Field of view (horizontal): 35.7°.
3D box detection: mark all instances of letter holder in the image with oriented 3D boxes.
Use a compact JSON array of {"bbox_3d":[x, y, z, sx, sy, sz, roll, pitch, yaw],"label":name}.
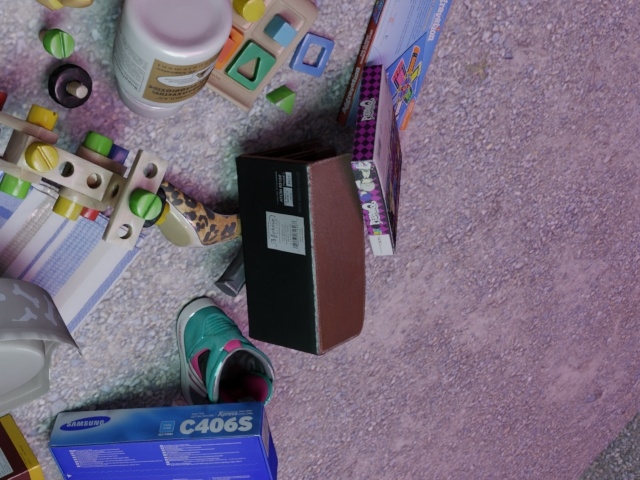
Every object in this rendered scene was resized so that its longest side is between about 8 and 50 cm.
[{"bbox_3d":[0.000,0.000,1.597,0.214,0.152,0.301,-19,112,-48],"label":"letter holder"}]

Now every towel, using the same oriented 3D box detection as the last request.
[{"bbox_3d":[-0.411,0.019,1.441,0.209,0.034,0.285,-51,136,6],"label":"towel"}]

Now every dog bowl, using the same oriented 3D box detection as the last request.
[{"bbox_3d":[-0.497,0.157,1.310,0.349,0.102,0.348,-19,162,-7],"label":"dog bowl"}]

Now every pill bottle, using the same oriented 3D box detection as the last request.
[{"bbox_3d":[-0.200,-0.245,1.279,0.131,0.131,0.229,-26,174,-23],"label":"pill bottle"}]

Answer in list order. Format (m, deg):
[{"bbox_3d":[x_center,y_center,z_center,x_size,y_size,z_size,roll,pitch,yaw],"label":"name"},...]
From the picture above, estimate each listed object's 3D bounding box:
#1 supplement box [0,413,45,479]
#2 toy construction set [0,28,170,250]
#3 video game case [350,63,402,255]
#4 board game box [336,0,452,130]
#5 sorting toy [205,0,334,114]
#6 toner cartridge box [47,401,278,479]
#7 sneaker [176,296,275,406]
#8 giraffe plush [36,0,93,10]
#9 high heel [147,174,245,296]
[{"bbox_3d":[-0.536,0.415,1.555,0.194,0.129,0.191,-23,133,-26],"label":"supplement box"},{"bbox_3d":[-0.338,-0.060,1.247,0.309,0.237,0.257,-45,133,-15],"label":"toy construction set"},{"bbox_3d":[0.094,-0.129,1.594,0.042,0.232,0.210,-4,137,13],"label":"video game case"},{"bbox_3d":[0.129,-0.318,1.650,0.145,0.027,0.281,0,120,-38],"label":"board game box"},{"bbox_3d":[-0.104,-0.299,1.452,0.348,0.047,0.196,28,100,-47],"label":"sorting toy"},{"bbox_3d":[-0.254,0.354,1.648,0.348,0.075,0.165,-4,130,6],"label":"toner cartridge box"},{"bbox_3d":[-0.154,0.254,1.721,0.124,0.178,0.295,-27,134,-23],"label":"sneaker"},{"bbox_3d":[-0.254,-0.380,1.186,0.171,0.181,0.210,-14,142,-47],"label":"giraffe plush"},{"bbox_3d":[-0.163,-0.059,1.583,0.261,0.093,0.186,53,57,-35],"label":"high heel"}]
